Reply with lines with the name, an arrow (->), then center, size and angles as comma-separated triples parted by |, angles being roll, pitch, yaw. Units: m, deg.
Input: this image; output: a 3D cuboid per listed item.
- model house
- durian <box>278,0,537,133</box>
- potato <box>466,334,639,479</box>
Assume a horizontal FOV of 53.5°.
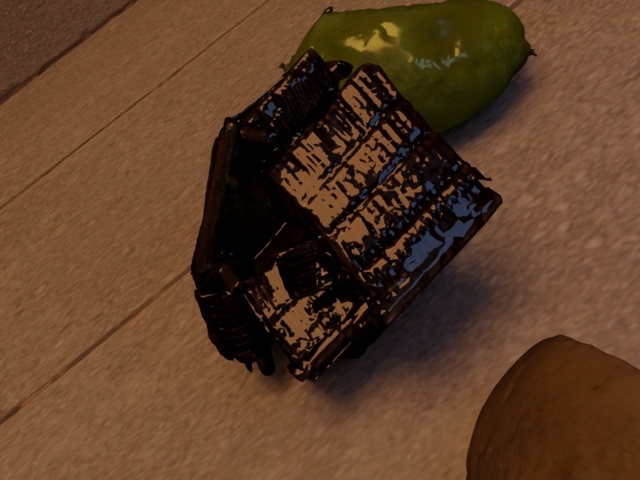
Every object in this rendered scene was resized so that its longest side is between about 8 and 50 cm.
model house -> 0.000, 0.000, 0.670 | 0.317, 0.297, 0.282 | -42, 35, -11
durian -> 0.118, -0.249, 0.904 | 0.340, 0.204, 0.255 | 1, 41, 34
potato -> 0.163, 0.184, 0.462 | 0.211, 0.189, 0.264 | -36, 40, 0
